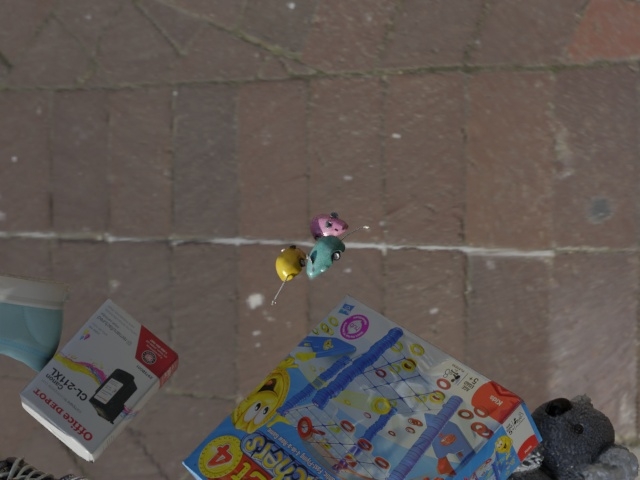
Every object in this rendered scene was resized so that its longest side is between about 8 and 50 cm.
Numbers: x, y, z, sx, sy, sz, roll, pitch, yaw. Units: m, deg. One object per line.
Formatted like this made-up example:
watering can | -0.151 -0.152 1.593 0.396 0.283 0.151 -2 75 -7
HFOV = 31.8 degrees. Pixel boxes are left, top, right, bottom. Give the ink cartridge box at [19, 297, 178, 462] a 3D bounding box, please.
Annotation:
ink cartridge box | -0.293 0.187 1.496 0.127 0.072 0.175 39 68 5

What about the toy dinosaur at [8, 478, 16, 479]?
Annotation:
toy dinosaur | -0.337 0.283 1.150 0.090 0.082 0.047 -5 131 -4

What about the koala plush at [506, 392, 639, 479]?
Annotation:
koala plush | 0.291 0.279 1.494 0.221 0.196 0.203 -15 118 -13

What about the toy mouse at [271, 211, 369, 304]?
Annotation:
toy mouse | 0.000 0.000 1.497 0.143 0.161 0.031 -26 117 32

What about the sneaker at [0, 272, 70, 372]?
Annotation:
sneaker | -0.510 0.104 1.433 0.366 0.135 0.150 7 86 -14

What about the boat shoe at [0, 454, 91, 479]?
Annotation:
boat shoe | -0.422 0.372 1.607 0.158 0.127 0.340 51 142 10

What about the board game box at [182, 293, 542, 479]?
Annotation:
board game box | 0.043 0.249 1.329 0.302 0.086 0.308 -45 44 -17
